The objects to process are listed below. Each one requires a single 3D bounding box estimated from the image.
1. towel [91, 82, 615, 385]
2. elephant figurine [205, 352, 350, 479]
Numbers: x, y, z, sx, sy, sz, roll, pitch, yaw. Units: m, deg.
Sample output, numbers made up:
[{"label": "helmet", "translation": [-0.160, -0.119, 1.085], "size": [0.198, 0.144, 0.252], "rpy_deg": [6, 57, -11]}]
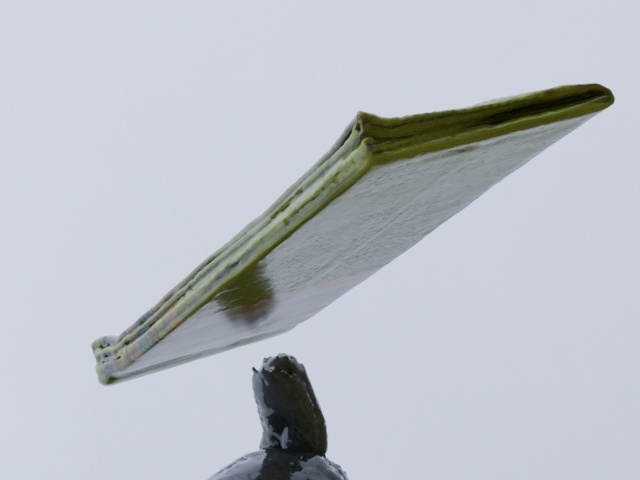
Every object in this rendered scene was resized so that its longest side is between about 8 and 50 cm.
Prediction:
[{"label": "towel", "translation": [0.000, 0.000, 0.614], "size": [0.102, 0.237, 0.021], "rpy_deg": [-16, -102, -33]}, {"label": "elephant figurine", "translation": [-0.078, 0.200, 0.702], "size": [0.239, 0.186, 0.169], "rpy_deg": [-22, -54, 2]}]
